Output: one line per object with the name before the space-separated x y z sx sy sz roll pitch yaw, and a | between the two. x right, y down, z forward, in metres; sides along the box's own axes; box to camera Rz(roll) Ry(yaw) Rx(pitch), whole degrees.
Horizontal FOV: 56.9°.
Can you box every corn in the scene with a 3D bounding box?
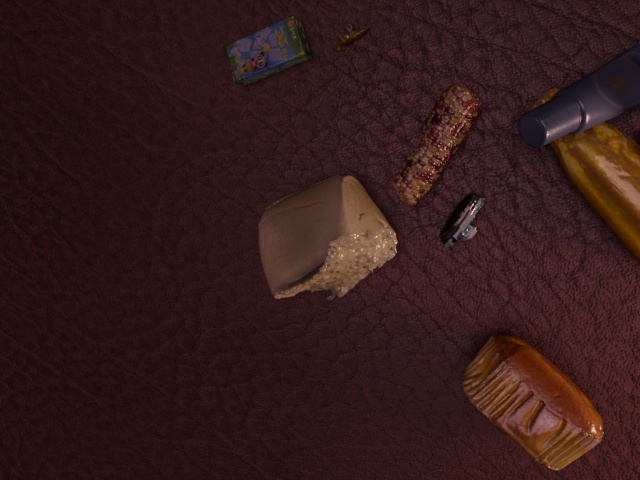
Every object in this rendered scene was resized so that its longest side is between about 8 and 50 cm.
corn | 0.251 -0.208 1.305 0.098 0.098 0.290 35 106 11

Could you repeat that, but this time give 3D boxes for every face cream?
face cream | 0.543 -0.281 1.130 0.385 0.086 0.136 -27 77 -19

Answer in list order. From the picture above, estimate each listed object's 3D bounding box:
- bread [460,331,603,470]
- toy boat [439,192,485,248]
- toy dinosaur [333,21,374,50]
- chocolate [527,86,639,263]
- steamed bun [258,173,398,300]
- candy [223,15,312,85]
bread | 0.449 0.324 1.239 0.288 0.204 0.156 43 109 13
toy boat | 0.323 -0.039 1.321 0.066 0.059 0.140 31 103 -16
toy dinosaur | 0.071 -0.480 1.364 0.113 0.026 0.041 -32 93 26
chocolate | 0.595 -0.128 1.176 0.162 0.162 0.445 -41 81 16
steamed bun | 0.000 0.000 1.309 0.290 0.272 0.274 -30 86 13
candy | -0.125 -0.448 1.408 0.194 0.062 0.097 -17 89 18
